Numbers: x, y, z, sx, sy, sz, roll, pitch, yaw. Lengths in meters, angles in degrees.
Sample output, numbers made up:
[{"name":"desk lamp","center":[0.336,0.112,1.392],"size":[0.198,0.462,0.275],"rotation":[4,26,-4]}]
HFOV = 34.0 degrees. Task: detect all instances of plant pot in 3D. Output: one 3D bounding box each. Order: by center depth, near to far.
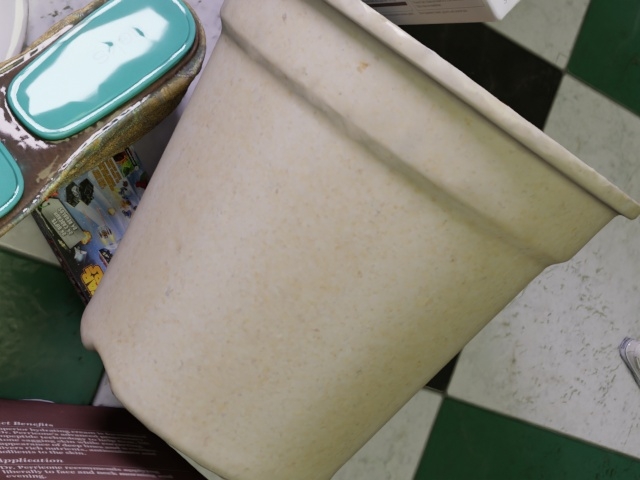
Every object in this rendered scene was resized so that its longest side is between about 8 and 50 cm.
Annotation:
[{"name":"plant pot","center":[0.000,0.000,0.752],"size":[0.334,0.334,0.305],"rotation":[29,102,-31]}]

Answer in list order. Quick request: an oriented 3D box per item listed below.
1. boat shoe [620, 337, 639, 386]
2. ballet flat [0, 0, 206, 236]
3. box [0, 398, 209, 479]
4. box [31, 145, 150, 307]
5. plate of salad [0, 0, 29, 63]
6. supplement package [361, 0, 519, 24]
[{"name":"boat shoe","center":[0.378,0.149,1.184],"size":[0.035,0.035,0.100],"rotation":[-47,117,-15]},{"name":"ballet flat","center":[-0.229,-0.064,0.748],"size":[0.348,0.123,0.123],"rotation":[-38,115,-25]},{"name":"box","center":[-0.198,0.224,0.766],"size":[0.169,0.203,0.167],"rotation":[10,94,-31]},{"name":"box","center":[-0.167,-0.002,0.847],"size":[0.094,0.027,0.137],"rotation":[-34,114,-22]},{"name":"plate of salad","center":[-0.301,-0.169,0.728],"size":[0.200,0.048,0.199],"rotation":[-6,102,-30]},{"name":"supplement package","center":[0.135,-0.315,0.863],"size":[0.262,0.204,0.145],"rotation":[-46,117,-15]}]
